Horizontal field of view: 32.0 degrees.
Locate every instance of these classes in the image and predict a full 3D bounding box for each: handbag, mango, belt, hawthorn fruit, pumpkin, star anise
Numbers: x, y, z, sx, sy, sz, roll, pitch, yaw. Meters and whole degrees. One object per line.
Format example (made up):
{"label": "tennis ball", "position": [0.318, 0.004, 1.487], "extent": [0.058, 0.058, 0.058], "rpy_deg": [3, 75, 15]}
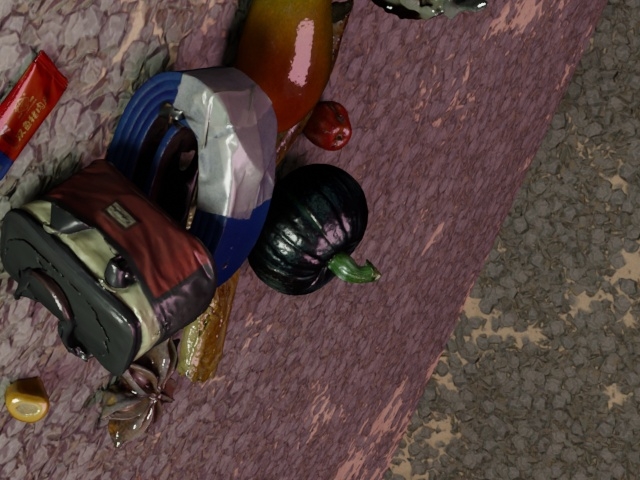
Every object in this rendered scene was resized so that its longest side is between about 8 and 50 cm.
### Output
{"label": "handbag", "position": [-0.270, 0.031, 1.394], "extent": [0.181, 0.254, 0.181], "rpy_deg": [-39, 162, -36]}
{"label": "mango", "position": [-0.052, -0.291, 1.630], "extent": [0.146, 0.129, 0.289], "rpy_deg": [-9, 118, -31]}
{"label": "belt", "position": [-0.185, -0.065, 1.512], "extent": [0.117, 0.212, 0.347], "rpy_deg": [-20, 136, -57]}
{"label": "hawthorn fruit", "position": [0.015, -0.197, 1.942], "extent": [0.093, 0.093, 0.093], "rpy_deg": [-46, 155, -29]}
{"label": "pumpkin", "position": [0.000, 0.000, 1.956], "extent": [0.248, 0.248, 0.248], "rpy_deg": [-46, 155, -29]}
{"label": "star anise", "position": [-0.303, 0.253, 1.860], "extent": [0.197, 0.073, 0.212], "rpy_deg": [-37, 147, -51]}

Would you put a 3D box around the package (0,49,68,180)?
{"label": "package", "position": [-0.365, -0.125, 1.300], "extent": [0.200, 0.022, 0.083], "rpy_deg": [-57, 159, -10]}

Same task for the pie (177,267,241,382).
{"label": "pie", "position": [-0.184, 0.096, 1.877], "extent": [0.128, 0.068, 0.282], "rpy_deg": [21, 84, -71]}

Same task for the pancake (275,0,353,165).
{"label": "pancake", "position": [-0.050, -0.233, 1.805], "extent": [0.376, 0.054, 0.197], "rpy_deg": [-63, 157, 7]}

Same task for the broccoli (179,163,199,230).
{"label": "broccoli", "position": [-0.215, -0.031, 1.670], "extent": [0.204, 0.118, 0.122], "rpy_deg": [-42, -172, 0]}

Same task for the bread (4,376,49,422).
{"label": "bread", "position": [-0.426, 0.227, 1.604], "extent": [0.062, 0.103, 0.049], "rpy_deg": [14, 97, -23]}

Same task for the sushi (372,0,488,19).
{"label": "sushi", "position": [0.180, -0.500, 1.657], "extent": [0.294, 0.281, 0.299], "rpy_deg": [-39, 136, -40]}
